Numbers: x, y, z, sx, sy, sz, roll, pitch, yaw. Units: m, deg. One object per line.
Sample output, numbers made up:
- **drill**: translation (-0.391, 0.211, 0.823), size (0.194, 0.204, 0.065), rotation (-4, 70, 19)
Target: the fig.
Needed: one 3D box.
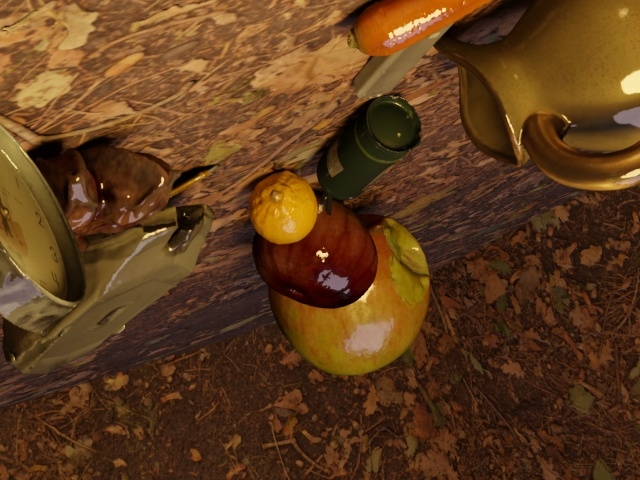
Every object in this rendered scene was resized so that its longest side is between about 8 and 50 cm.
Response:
- **fig**: translation (-0.006, 0.017, 2.000), size (0.235, 0.235, 0.214), rotation (-29, -154, 38)

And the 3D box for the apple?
- **apple**: translation (0.062, 0.110, 2.259), size (0.339, 0.340, 0.339), rotation (-21, 171, -4)

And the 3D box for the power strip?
- **power strip**: translation (0.107, -0.238, 1.352), size (0.060, 0.027, 0.252), rotation (-17, 169, -24)

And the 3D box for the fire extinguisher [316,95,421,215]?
- **fire extinguisher**: translation (0.058, -0.124, 1.693), size (0.093, 0.118, 0.294), rotation (17, 157, -15)

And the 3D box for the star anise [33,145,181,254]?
- **star anise**: translation (-0.309, -0.033, 1.308), size (0.315, 0.108, 0.315), rotation (-21, 168, -5)

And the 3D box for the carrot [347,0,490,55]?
- **carrot**: translation (0.154, -0.270, 1.201), size (0.271, 0.062, 0.066), rotation (-26, 138, -2)

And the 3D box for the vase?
- **vase**: translation (0.319, -0.180, 1.314), size (0.302, 0.329, 0.241), rotation (-21, 133, 7)

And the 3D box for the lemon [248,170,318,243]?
- **lemon**: translation (-0.060, -0.053, 1.762), size (0.114, 0.114, 0.155), rotation (-21, 164, -4)

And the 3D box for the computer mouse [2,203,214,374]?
- **computer mouse**: translation (-0.338, 0.052, 1.641), size (0.429, 0.145, 0.228), rotation (-38, 165, 30)

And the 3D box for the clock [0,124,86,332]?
- **clock**: translation (-0.297, -0.023, 1.032), size (0.049, 0.226, 0.226), rotation (-27, 170, 6)

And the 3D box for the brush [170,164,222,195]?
- **brush**: translation (-0.211, -0.061, 1.502), size (0.082, 0.010, 0.218), rotation (-28, -174, 25)
